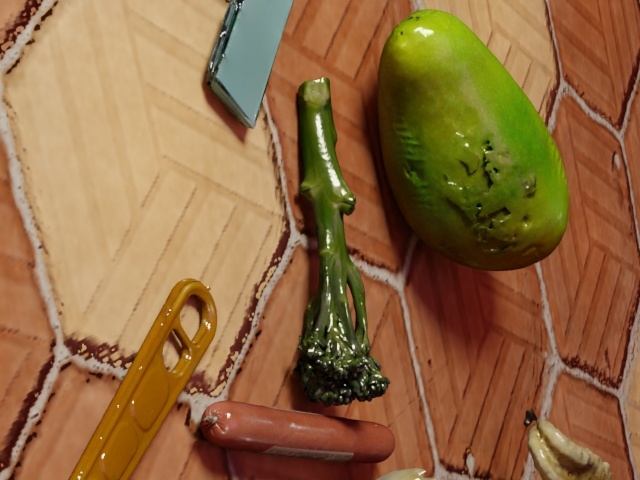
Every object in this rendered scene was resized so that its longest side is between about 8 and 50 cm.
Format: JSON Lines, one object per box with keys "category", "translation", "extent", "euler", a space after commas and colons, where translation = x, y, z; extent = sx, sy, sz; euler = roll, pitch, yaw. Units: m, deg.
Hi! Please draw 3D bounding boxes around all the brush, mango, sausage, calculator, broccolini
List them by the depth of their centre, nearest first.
{"category": "brush", "translation": [-0.118, 0.130, 0.874], "extent": [0.090, 0.017, 0.314], "euler": [63, 36, -31]}
{"category": "sausage", "translation": [-0.010, 0.122, 1.041], "extent": [0.223, 0.029, 0.029], "euler": [18, 70, -57]}
{"category": "calculator", "translation": [-0.037, -0.155, 1.052], "extent": [0.057, 0.018, 0.172], "euler": [48, 47, -44]}
{"category": "broccolini", "translation": [-0.002, 0.001, 1.073], "extent": [0.067, 0.058, 0.216], "euler": [135, -53, -76]}
{"category": "mango", "translation": [0.102, -0.065, 1.184], "extent": [0.233, 0.111, 0.125], "euler": [54, 38, -39]}

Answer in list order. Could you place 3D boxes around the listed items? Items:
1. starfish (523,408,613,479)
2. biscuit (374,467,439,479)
{"category": "starfish", "translation": [0.234, 0.361, 1.350], "extent": [0.432, 0.082, 0.324], "euler": [52, 41, -55]}
{"category": "biscuit", "translation": [0.071, 0.300, 1.100], "extent": [0.179, 0.084, 0.281], "euler": [-55, 129, -42]}
